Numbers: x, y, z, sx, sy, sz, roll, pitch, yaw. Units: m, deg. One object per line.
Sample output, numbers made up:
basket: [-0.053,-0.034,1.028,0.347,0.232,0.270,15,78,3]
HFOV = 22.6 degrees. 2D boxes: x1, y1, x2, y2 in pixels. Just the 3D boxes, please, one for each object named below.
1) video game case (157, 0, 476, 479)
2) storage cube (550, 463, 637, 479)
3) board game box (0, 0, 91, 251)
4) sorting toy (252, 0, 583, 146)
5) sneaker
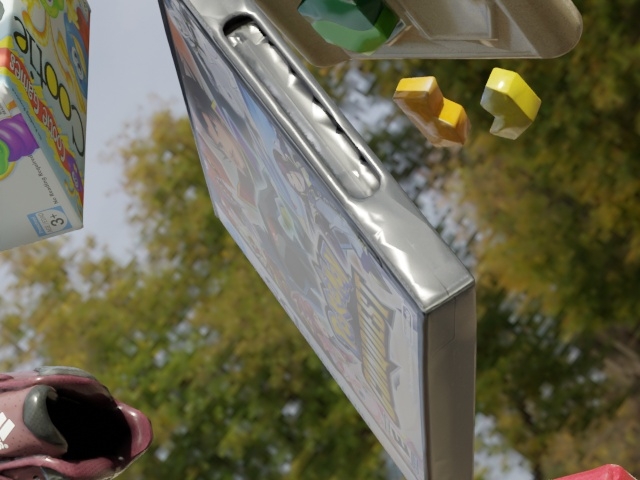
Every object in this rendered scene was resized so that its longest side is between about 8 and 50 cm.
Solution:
video game case: [0.000,0.000,0.868,0.035,0.248,0.275,-31,-26,-11]
storage cube: [0.077,0.224,0.615,0.183,0.215,0.193,-18,45,38]
board game box: [-0.264,-0.129,1.205,0.142,0.275,0.144,-15,-48,8]
sorting toy: [0.052,-0.152,1.059,0.307,0.229,0.041,44,-120,-38]
sneaker: [-0.221,0.097,0.884,0.281,0.106,0.162,4,-13,-34]
